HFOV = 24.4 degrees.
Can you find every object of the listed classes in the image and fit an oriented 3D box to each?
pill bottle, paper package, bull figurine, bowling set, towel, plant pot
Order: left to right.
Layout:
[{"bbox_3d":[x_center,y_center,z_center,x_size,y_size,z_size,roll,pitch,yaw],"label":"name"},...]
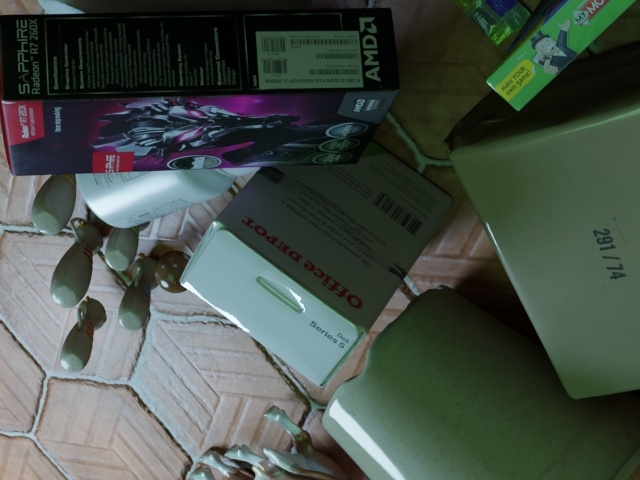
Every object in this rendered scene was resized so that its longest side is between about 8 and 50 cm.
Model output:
[{"bbox_3d":[-0.249,0.029,1.909,0.200,0.154,0.287,2,123,5],"label":"bowling set"},{"bbox_3d":[-0.169,-0.104,1.754,0.229,0.131,0.131,-18,112,35],"label":"pill bottle"},{"bbox_3d":[-0.080,0.359,2.051,0.188,0.101,0.310,46,131,-5],"label":"bull figurine"},{"bbox_3d":[0.182,0.226,1.701,0.305,0.334,0.333,40,132,12],"label":"plant pot"},{"bbox_3d":[0.176,-0.248,1.548,0.083,0.009,0.060,46,130,-7],"label":"towel"},{"bbox_3d":[0.341,-0.029,1.510,0.310,0.168,0.324,-14,113,35],"label":"paper package"}]

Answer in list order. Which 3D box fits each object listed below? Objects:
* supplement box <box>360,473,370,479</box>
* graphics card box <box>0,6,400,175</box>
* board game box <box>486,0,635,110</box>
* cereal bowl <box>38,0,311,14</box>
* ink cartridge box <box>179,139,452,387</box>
[{"bbox_3d":[0.102,0.312,1.862,0.081,0.188,0.104,40,131,-3],"label":"supplement box"},{"bbox_3d":[-0.125,-0.141,1.441,0.371,0.094,0.233,-3,165,-11],"label":"graphics card box"},{"bbox_3d":[0.292,-0.271,1.334,0.046,0.213,0.317,42,131,-4],"label":"board game box"},{"bbox_3d":[-0.188,-0.268,1.523,0.339,0.141,0.339,28,174,3],"label":"cereal bowl"},{"bbox_3d":[0.000,0.000,1.642,0.198,0.273,0.114,36,131,2],"label":"ink cartridge box"}]
